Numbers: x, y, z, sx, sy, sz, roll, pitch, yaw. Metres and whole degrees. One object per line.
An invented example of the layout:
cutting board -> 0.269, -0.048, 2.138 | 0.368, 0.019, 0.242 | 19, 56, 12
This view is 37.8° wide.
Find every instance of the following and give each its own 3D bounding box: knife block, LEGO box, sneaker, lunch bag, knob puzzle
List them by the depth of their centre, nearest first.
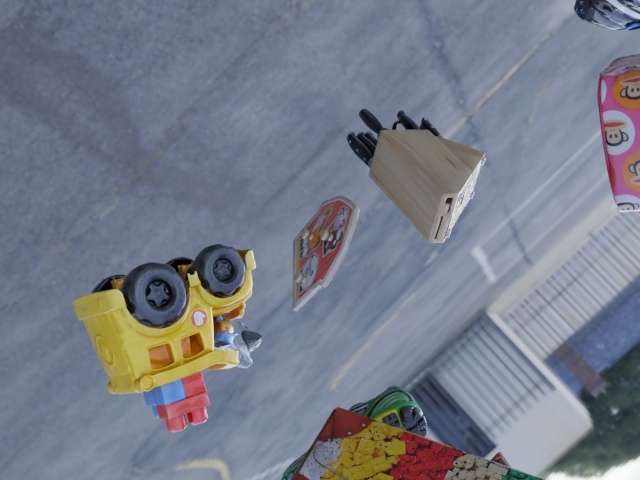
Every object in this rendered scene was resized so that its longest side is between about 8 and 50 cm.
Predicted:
sneaker -> 0.294, -0.311, 1.057 | 0.079, 0.217, 0.121 | -52, 179, -15
LEGO box -> 0.146, 0.525, 1.348 | 0.193, 0.373, 0.500 | -53, 153, -45
lunch bag -> 0.514, -0.158, 1.468 | 0.120, 0.258, 0.293 | -3, -163, 26
knife block -> 0.130, -0.121, 1.504 | 0.275, 0.242, 0.088 | -49, 156, -57
knob puzzle -> 0.000, 0.000, 1.582 | 0.213, 0.030, 0.213 | -47, -151, 36
sneaker -> -0.170, 0.147, 1.641 | 0.132, 0.228, 0.086 | 25, 116, -32
sneaker -> 0.066, 0.431, 1.938 | 0.344, 0.134, 0.146 | -34, -159, 9

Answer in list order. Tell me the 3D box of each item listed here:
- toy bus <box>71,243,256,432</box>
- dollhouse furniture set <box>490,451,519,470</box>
toy bus -> -0.173, 0.124, 1.185 | 0.220, 0.211, 0.149 | -18, 179, -35
dollhouse furniture set -> 0.349, 0.606, 2.158 | 0.259, 0.135, 0.262 | -17, 149, -33
